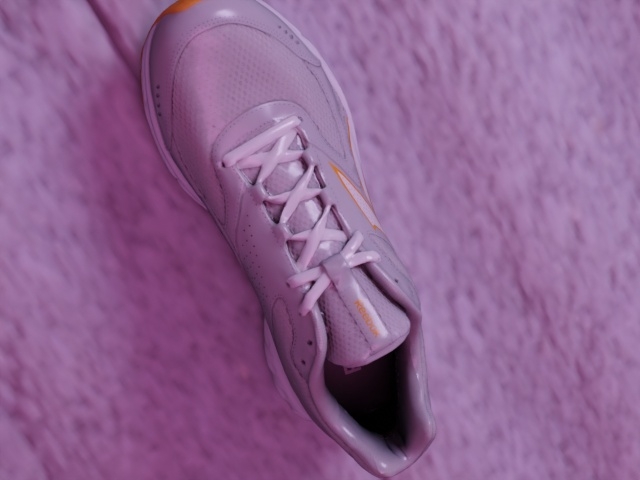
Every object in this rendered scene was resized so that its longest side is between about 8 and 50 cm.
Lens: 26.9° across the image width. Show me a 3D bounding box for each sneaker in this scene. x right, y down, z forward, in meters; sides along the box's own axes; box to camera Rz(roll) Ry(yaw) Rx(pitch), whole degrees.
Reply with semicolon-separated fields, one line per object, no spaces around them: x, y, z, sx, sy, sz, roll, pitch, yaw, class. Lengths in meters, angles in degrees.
0.000;0.000;0.653;0.099;0.121;0.262;-29;115;-8;sneaker
